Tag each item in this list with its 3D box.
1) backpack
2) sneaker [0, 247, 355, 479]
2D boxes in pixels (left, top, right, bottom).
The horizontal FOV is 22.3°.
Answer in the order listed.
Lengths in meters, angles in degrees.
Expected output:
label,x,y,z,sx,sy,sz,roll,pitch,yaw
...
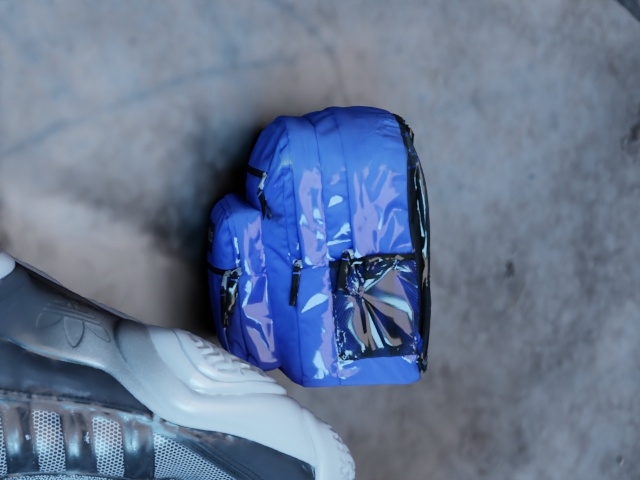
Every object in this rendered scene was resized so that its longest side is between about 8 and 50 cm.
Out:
label,x,y,z,sx,sy,sz,roll,pitch,yaw
backpack,0.000,0.000,0.729,0.101,0.098,0.120,-2,98,-13
sneaker,-0.122,0.091,0.656,0.268,0.101,0.153,28,81,-22
